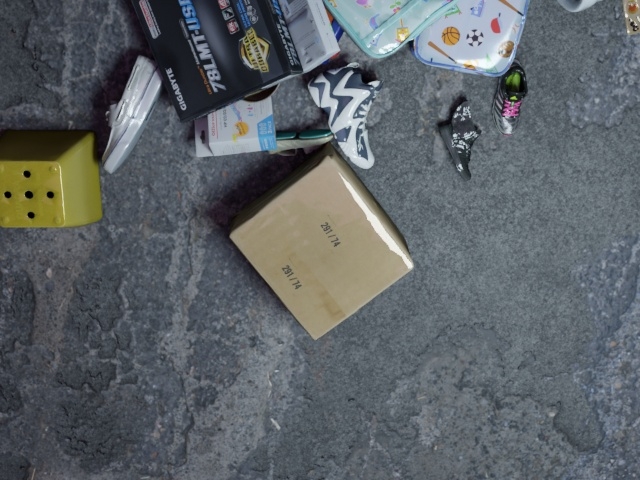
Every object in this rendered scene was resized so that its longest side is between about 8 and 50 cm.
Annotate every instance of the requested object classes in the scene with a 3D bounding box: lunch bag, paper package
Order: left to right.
[{"bbox_3d":[0.000,0.000,1.953,0.309,0.168,0.325,-37,104,10],"label":"paper package"},{"bbox_3d":[0.155,-0.509,1.726,0.279,0.108,0.224,-39,94,6],"label":"lunch bag"},{"bbox_3d":[0.316,-0.509,1.834,0.243,0.115,0.303,12,105,1],"label":"lunch bag"}]

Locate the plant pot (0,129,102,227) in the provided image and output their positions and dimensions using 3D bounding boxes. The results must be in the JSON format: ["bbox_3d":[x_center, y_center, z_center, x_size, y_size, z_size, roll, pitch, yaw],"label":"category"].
[{"bbox_3d":[-0.610,-0.121,1.897,0.212,0.187,0.212,0,107,-1],"label":"plant pot"}]

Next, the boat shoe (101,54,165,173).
[{"bbox_3d":[-0.426,-0.279,1.901,0.088,0.096,0.267,29,103,-5],"label":"boat shoe"}]

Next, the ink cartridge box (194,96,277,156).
[{"bbox_3d":[-0.192,-0.249,1.905,0.181,0.061,0.104,-7,68,1],"label":"ink cartridge box"}]

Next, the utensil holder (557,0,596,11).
[{"bbox_3d":[0.639,-0.662,1.688,0.386,0.327,0.327,-17,106,1],"label":"utensil holder"}]

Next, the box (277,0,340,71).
[{"bbox_3d":[-0.038,-0.446,1.751,0.038,0.145,0.186,-21,93,-27],"label":"box"}]

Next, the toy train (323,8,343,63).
[{"bbox_3d":[0.012,-0.515,1.840,0.143,0.105,0.248,30,104,4],"label":"toy train"}]

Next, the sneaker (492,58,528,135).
[{"bbox_3d":[0.420,-0.313,1.912,0.063,0.075,0.170,3,107,-2],"label":"sneaker"}]

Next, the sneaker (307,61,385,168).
[{"bbox_3d":[0.093,-0.285,1.905,0.153,0.094,0.235,-29,95,16],"label":"sneaker"}]

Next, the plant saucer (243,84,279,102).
[{"bbox_3d":[-0.145,-0.397,1.859,0.199,0.036,0.198,14,114,34],"label":"plant saucer"}]

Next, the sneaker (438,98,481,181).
[{"bbox_3d":[0.328,-0.224,1.950,0.089,0.051,0.170,-25,102,11],"label":"sneaker"}]

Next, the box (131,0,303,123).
[{"bbox_3d":[-0.217,-0.431,1.797,0.293,0.073,0.295,-18,95,25],"label":"box"}]

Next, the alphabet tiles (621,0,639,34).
[{"bbox_3d":[0.777,-0.534,1.886,0.237,0.009,0.198,-14,107,4],"label":"alphabet tiles"}]

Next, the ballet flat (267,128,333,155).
[{"bbox_3d":[-0.046,-0.218,1.937,0.168,0.057,0.052,0,119,21],"label":"ballet flat"}]
